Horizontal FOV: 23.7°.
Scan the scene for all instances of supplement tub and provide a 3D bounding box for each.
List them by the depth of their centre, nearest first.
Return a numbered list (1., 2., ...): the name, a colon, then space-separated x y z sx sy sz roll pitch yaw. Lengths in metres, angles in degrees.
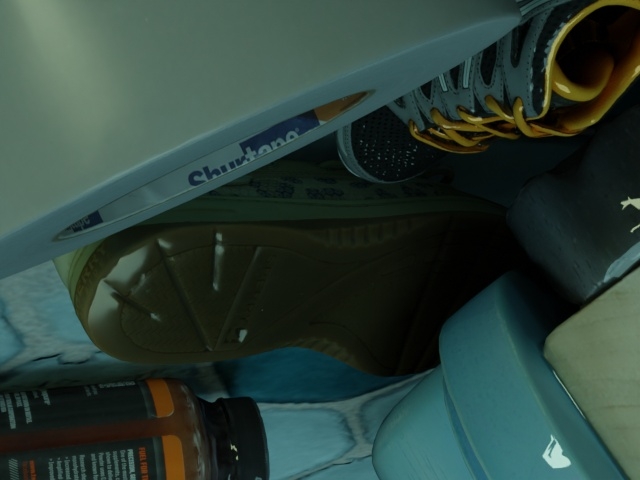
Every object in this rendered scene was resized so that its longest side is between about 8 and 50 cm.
1. supplement tub: -0.133 0.138 0.913 0.197 0.106 0.106 -4 153 -15

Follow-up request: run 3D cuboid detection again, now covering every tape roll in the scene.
1. tape roll: -0.048 -0.055 0.492 0.219 0.072 0.219 -25 -179 0

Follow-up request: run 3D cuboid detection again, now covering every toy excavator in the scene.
1. toy excavator: 0.131 0.138 0.811 0.445 0.222 0.433 -39 164 26

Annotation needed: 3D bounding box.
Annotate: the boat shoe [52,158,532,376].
1. boat shoe: 0.000 0.000 0.733 0.285 0.089 0.105 7 123 -42

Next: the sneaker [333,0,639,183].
1. sneaker: 0.075 -0.073 0.606 0.084 0.083 0.215 5 151 -34
